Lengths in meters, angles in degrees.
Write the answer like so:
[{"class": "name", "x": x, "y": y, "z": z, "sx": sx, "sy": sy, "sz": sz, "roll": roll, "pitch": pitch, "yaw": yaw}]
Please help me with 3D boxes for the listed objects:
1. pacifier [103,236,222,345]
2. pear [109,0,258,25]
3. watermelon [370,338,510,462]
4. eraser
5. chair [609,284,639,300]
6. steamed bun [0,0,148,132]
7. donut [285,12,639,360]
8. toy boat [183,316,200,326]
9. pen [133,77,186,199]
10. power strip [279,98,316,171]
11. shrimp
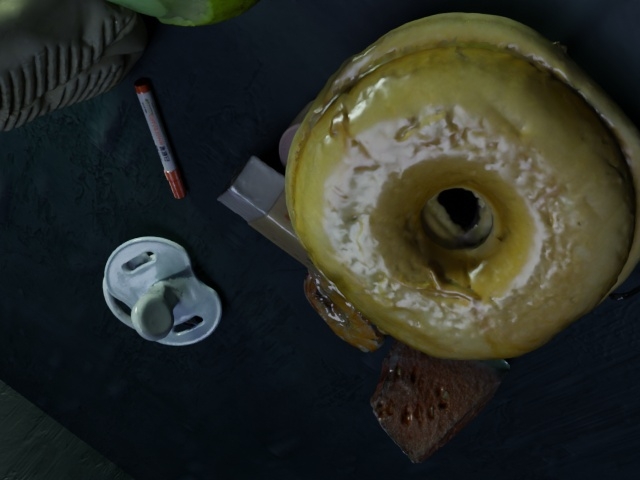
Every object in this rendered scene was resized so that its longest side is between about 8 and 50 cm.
[{"class": "pacifier", "x": -0.341, "y": 0.138, "z": 1.406, "sx": 0.227, "sy": 0.207, "sz": 0.279, "roll": -28, "pitch": 115, "yaw": 9}, {"class": "pear", "x": -0.178, "y": -0.383, "z": 0.801, "sx": 0.282, "sy": 0.286, "sz": 0.176, "roll": 16, "pitch": 159, "yaw": -21}, {"class": "watermelon", "x": 0.180, "y": 0.268, "z": 1.159, "sx": 0.193, "sy": 0.256, "sz": 0.140, "roll": 30, "pitch": 140, "yaw": 17}, {"class": "eraser", "x": 0.000, "y": 0.000, "z": 1.086, "sx": 0.343, "sy": 0.078, "sz": 0.144, "roll": 36, "pitch": 167, "yaw": -11}, {"class": "chair", "x": 0.508, "y": 0.043, "z": 0.852, "sx": 0.213, "sy": 0.149, "sz": 0.174, "roll": -15, "pitch": 128, "yaw": -8}, {"class": "steamed bun", "x": -0.443, "y": -0.314, "z": 0.945, "sx": 0.255, "sy": 0.368, "sz": 0.342, "roll": 58, "pitch": 155, "yaw": -4}, {"class": "donut", "x": 0.175, "y": -0.050, "z": 0.838, "sx": 0.449, "sy": 0.198, "sz": 0.449, "roll": 6, "pitch": 117, "yaw": 11}, {"class": "toy boat", "x": -0.360, "y": 0.140, "z": 1.548, "sx": 0.210, "sy": 0.066, "sz": 0.084, "roll": 36, "pitch": 138, "yaw": -16}, {"class": "pen", "x": -0.282, "y": -0.175, "z": 1.211, "sx": 0.028, "sy": 0.028, "sz": 0.239, "roll": 11, "pitch": 134, "yaw": 25}, {"class": "power strip", "x": 0.017, "y": -0.132, "z": 1.013, "sx": 0.154, "sy": 0.078, "sz": 0.154, "roll": 20, "pitch": 141, "yaw": 17}, {"class": "shrimp", "x": 0.012, "y": 0.086, "z": 1.247, "sx": 0.164, "sy": 0.062, "sz": 0.317, "roll": -7, "pitch": 124, "yaw": 47}]
